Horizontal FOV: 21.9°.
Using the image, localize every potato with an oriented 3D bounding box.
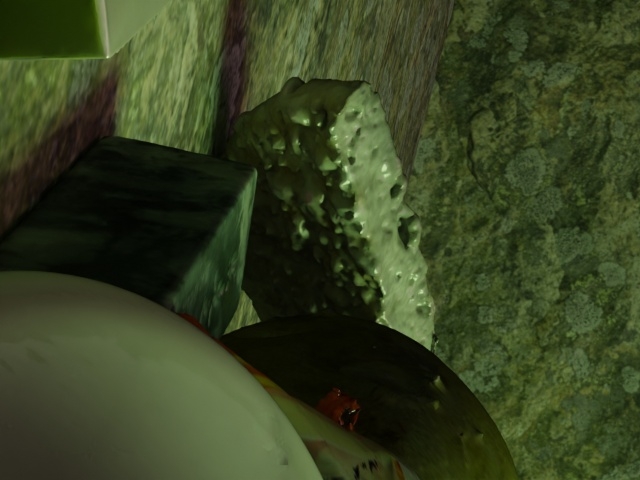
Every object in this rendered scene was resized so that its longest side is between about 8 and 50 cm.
[{"bbox_3d":[-0.015,0.187,0.982,0.359,0.269,0.219,-50,158,-66],"label":"potato"}]

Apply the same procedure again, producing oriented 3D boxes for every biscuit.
[{"bbox_3d":[0.000,0.000,1.167,0.084,0.179,0.281,-36,131,-33],"label":"biscuit"}]

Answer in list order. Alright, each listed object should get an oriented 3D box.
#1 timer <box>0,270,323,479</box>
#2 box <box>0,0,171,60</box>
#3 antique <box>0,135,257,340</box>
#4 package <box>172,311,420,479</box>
[{"bbox_3d":[-0.074,0.122,0.466,0.240,0.233,0.234,-18,-135,44],"label":"timer"},{"bbox_3d":[-0.070,-0.183,0.579,0.260,0.062,0.175,-62,150,-63],"label":"box"},{"bbox_3d":[-0.093,0.020,0.796,0.183,0.086,0.088,-63,165,-63],"label":"antique"},{"bbox_3d":[-0.005,0.182,0.723,0.223,0.108,0.288,45,38,-65],"label":"package"}]
